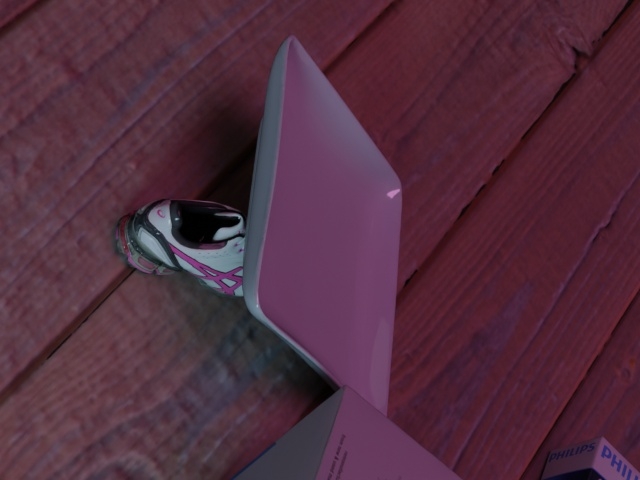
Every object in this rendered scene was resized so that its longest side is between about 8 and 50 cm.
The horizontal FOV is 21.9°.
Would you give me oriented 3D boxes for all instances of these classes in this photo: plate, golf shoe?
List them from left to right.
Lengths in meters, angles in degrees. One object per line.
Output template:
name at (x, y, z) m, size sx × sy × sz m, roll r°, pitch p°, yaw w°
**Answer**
golf shoe at (-0.084, 0.007, 1.454) m, size 0.186 × 0.086 × 0.067 m, roll 13°, pitch 65°, yaw -41°
plate at (0.000, 0.000, 1.505) m, size 0.278 × 0.045 × 0.277 m, roll 48°, pitch 40°, yaw -52°

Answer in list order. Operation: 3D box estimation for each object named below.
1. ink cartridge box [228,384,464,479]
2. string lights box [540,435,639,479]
ink cartridge box at (0.041, 0.301, 1.313) m, size 0.270 × 0.198 × 0.197 m, roll 40°, pitch 33°, yaw -12°
string lights box at (0.260, 0.340, 1.643) m, size 0.133 × 0.077 × 0.259 m, roll 43°, pitch 49°, yaw -20°
